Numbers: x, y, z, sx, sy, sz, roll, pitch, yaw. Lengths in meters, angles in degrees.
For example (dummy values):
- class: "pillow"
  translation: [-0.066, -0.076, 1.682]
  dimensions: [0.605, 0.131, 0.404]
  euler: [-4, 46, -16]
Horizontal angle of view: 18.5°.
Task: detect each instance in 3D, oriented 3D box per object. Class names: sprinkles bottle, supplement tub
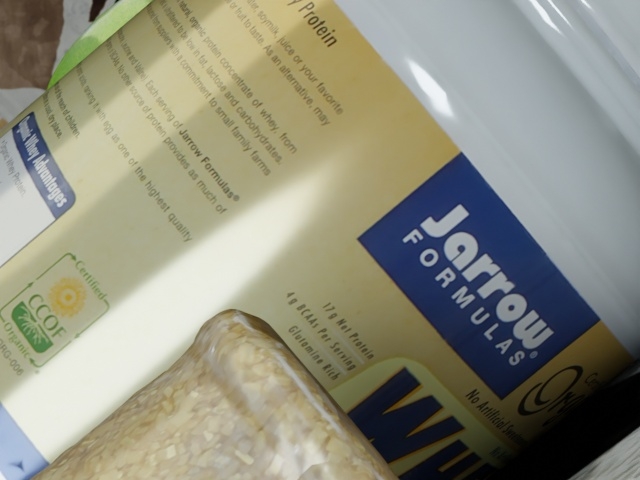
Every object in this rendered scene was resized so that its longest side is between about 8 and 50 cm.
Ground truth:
- class: "sprinkles bottle"
  translation: [-0.122, 0.173, 0.548]
  dimensions: [0.355, 0.121, 0.121]
  euler: [-39, 0, -5]
- class: "supplement tub"
  translation: [0.000, 0.000, 0.765]
  dimensions: [0.316, 0.228, 0.228]
  euler: [-40, 0, 5]

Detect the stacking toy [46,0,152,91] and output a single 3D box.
- class: "stacking toy"
  translation: [-0.013, -0.137, 0.938]
  dimensions: [0.309, 0.130, 0.279]
  euler: [-47, -27, 18]
